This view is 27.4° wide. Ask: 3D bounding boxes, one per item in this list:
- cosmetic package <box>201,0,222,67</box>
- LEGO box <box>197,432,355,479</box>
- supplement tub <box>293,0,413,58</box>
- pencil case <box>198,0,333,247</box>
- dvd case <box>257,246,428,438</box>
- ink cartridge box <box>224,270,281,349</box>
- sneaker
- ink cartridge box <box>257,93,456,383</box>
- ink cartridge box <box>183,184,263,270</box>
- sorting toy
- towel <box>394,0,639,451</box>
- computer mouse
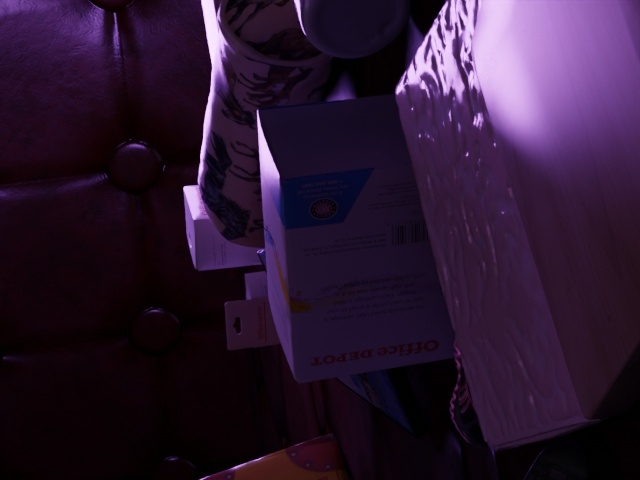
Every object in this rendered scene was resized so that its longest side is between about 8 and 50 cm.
[{"bbox_3d":[-0.093,-0.345,1.919,0.129,0.153,0.296,108,152,-67],"label":"cosmetic package"},{"bbox_3d":[0.029,0.539,1.486,0.500,0.193,0.372,-108,-2,-49],"label":"LEGO box"},{"bbox_3d":[0.019,-0.287,1.358,0.117,0.117,0.190,91,167,-44],"label":"supplement tub"},{"bbox_3d":[-0.067,-0.164,1.760,0.160,0.183,0.410,41,147,20],"label":"pencil case"},{"bbox_3d":[0.024,0.116,1.551,0.253,0.022,0.180,30,150,53],"label":"dvd case"},{"bbox_3d":[-0.056,0.098,1.959,0.061,0.181,0.104,-108,14,-49],"label":"ink cartridge box"},{"bbox_3d":[0.146,0.136,1.169,0.057,0.047,0.119,-144,44,-62],"label":"sneaker"},{"bbox_3d":[0.035,-0.005,1.324,0.168,0.171,0.232,-112,17,-59],"label":"ink cartridge box"},{"bbox_3d":[-0.098,-0.029,2.020,0.154,0.212,0.093,-117,21,-66],"label":"ink cartridge box"},{"bbox_3d":[0.169,-0.079,0.662,0.255,0.089,0.257,98,162,-60],"label":"sorting toy"},{"bbox_3d":[0.140,-0.013,0.995,0.317,0.053,0.331,123,136,-75],"label":"towel"},{"bbox_3d":[0.145,0.252,0.934,0.071,0.041,0.242,21,83,57],"label":"computer mouse"}]
